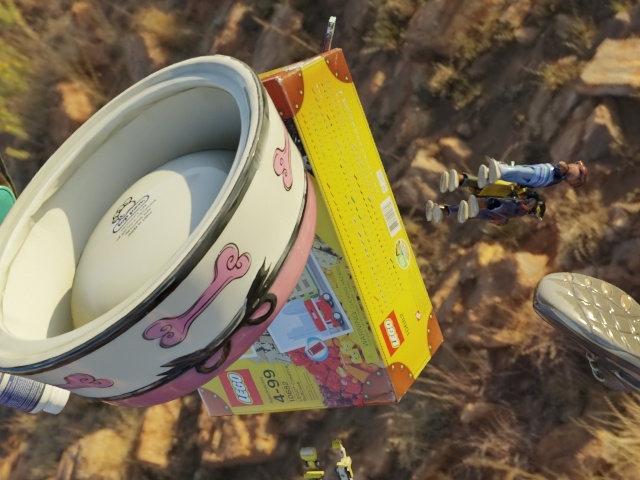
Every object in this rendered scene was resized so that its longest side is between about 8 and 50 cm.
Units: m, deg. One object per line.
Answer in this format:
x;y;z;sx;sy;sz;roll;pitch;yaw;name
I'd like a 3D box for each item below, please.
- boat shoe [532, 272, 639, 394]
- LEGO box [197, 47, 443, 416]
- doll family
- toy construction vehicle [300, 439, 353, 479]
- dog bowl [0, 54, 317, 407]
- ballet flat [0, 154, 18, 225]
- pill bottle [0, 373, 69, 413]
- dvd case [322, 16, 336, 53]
0.486;0.183;1.478;0.132;0.355;0.130;-56;-4;-46;boat shoe
-0.079;0.002;1.433;0.373;0.500;0.193;-12;17;33;LEGO box
0.195;-0.050;0.962;0.193;0.111;0.076;-170;84;-72;doll family
0.011;0.386;1.576;0.086;0.098;0.035;-11;20;23;toy construction vehicle
-0.180;-0.002;0.999;0.408;0.150;0.408;-26;40;24;dog bowl
-0.431;-0.079;1.139;0.096;0.095;0.280;39;137;44;ballet flat
-0.417;0.203;1.294;0.067;0.120;0.067;-33;43;38;pill bottle
0.012;-0.375;1.816;0.087;0.013;0.119;-81;1;-71;dvd case
